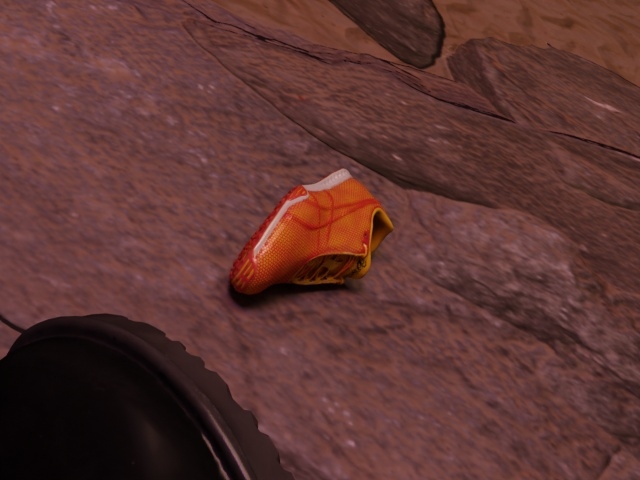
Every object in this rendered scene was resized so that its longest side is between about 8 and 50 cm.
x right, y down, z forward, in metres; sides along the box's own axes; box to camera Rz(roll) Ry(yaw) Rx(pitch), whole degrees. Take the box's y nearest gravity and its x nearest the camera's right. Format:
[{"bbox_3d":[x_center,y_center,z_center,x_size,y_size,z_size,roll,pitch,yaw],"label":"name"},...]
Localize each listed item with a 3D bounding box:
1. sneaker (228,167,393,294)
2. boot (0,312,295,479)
[{"bbox_3d":[0.000,0.000,1.060,0.067,0.064,0.175,45,32,8],"label":"sneaker"},{"bbox_3d":[-0.115,0.157,0.593,0.260,0.131,0.348,2,38,-42],"label":"boot"}]
